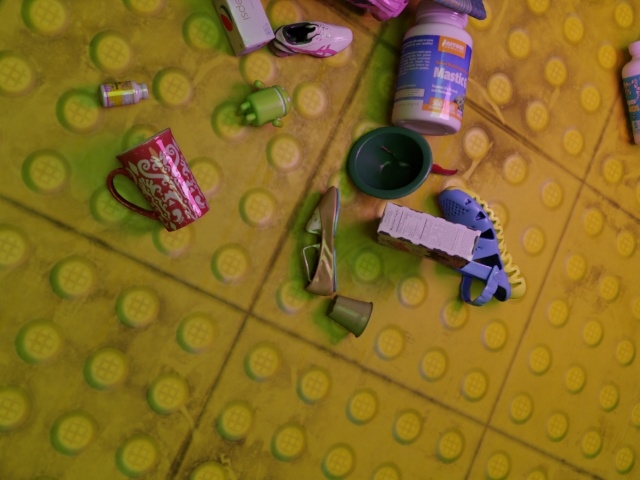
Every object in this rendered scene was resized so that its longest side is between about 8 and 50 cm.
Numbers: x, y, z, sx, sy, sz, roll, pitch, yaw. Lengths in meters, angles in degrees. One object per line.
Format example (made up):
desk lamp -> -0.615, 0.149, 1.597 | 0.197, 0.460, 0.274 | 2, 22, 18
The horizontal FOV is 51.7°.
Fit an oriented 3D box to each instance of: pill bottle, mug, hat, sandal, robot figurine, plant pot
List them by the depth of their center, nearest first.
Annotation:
pill bottle -> -0.367, -0.274, 1.232 | 0.083, 0.043, 0.043 | -13, 96, -23
mug -> -0.302, -0.106, 1.246 | 0.169, 0.150, 0.113 | 61, 34, -16
robot figurine -> -0.109, -0.271, 1.329 | 0.115, 0.067, 0.101 | -25, 88, -21
plant pot -> 0.059, 0.153, 1.405 | 0.079, 0.083, 0.083 | 26, 80, -9
pill bottle -> 0.247, -0.376, 1.433 | 0.152, 0.152, 0.272 | 10, 88, -23
hat -> 0.180, -0.138, 1.477 | 0.208, 0.183, 0.173 | 13, 75, 19
sandal -> 0.348, 0.025, 1.500 | 0.138, 0.126, 0.317 | -32, 101, -15
pill bottle -> 0.864, -0.386, 1.697 | 0.146, 0.146, 0.264 | -16, 96, -22

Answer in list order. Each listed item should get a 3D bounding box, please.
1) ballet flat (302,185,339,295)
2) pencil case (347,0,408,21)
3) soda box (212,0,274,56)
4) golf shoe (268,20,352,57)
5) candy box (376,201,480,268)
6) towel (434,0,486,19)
ballet flat -> 0.000, 0.000, 1.376 | 0.073, 0.080, 0.232 | 2, 88, -8
pencil case -> 0.011, -0.554, 1.290 | 0.386, 0.160, 0.167 | 4, 100, -37
soda box -> -0.170, -0.480, 1.297 | 0.069, 0.074, 0.216 | -26, 100, -21
golf shoe -> -0.010, -0.415, 1.360 | 0.186, 0.086, 0.067 | -13, 94, -24
candy box -> 0.219, -0.007, 1.381 | 0.196, 0.165, 0.070 | 18, 84, 7
towel -> 0.169, -0.590, 1.306 | 0.370, 0.040, 0.271 | 7, 63, -38
